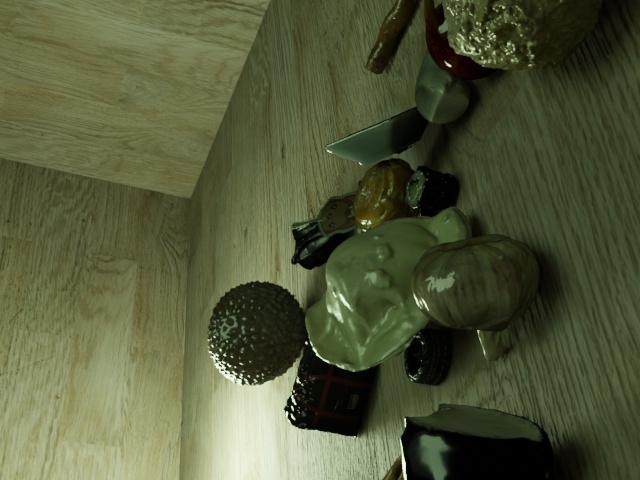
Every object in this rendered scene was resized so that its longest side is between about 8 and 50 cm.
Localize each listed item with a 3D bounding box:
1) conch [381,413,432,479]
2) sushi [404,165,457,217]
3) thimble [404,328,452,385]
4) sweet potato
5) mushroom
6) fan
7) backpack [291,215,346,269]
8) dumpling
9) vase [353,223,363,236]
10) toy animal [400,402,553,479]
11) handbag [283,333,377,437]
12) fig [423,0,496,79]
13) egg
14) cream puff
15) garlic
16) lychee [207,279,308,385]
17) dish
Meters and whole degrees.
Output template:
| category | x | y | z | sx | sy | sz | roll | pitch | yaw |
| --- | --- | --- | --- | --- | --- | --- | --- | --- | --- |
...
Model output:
| category | x | y | z | sx | sy | sz | roll | pitch | yaw |
| --- | --- | --- | --- | --- | --- | --- | --- | --- | --- |
| conch | 0.157 | 0.475 | 1.556 | 0.330 | 0.093 | 0.109 | -59 | 0 | -5 |
| sushi | 0.225 | -0.096 | 1.683 | 0.094 | 0.084 | 0.098 | -68 | 26 | 16 |
| thimble | 0.204 | 0.219 | 1.584 | 0.095 | 0.066 | 0.104 | 132 | 142 | -57 |
| sweet potato | 0.189 | -0.550 | 2.091 | 0.067 | 0.059 | 0.281 | -85 | 17 | -54 |
| mushroom | 0.246 | -0.339 | 1.749 | 0.270 | 0.103 | 0.118 | -91 | 22 | -47 |
| fan | 0.017 | -0.061 | 2.171 | 0.220 | 0.009 | 0.132 | -12 | 51 | 29 |
| backpack | 0.001 | 0.002 | 2.233 | 0.165 | 0.106 | 0.119 | -26 | 48 | 40 |
| dumpling | 0.136 | 0.109 | 1.589 | 0.395 | 0.233 | 0.315 | -35 | 34 | 20 |
| vase | 0.105 | -0.007 | 2.020 | 0.053 | 0.053 | 0.100 | -161 | 79 | -71 |
| toy animal | 0.209 | 0.411 | 1.210 | 0.251 | 0.251 | 0.309 | -165 | 79 | -71 |
| handbag | 0.021 | 0.325 | 1.877 | 0.155 | 0.170 | 0.215 | -145 | 69 | -69 |
| fig | 0.258 | -0.399 | 1.584 | 0.175 | 0.207 | 0.175 | -20 | 67 | 59 |
| egg | 0.318 | -0.398 | 1.339 | 0.310 | 0.279 | 0.279 | -95 | 21 | -77 |
| cream puff | 0.152 | -0.084 | 1.808 | 0.189 | 0.130 | 0.189 | -50 | 24 | 31 |
| garlic | 0.261 | 0.102 | 1.363 | 0.218 | 0.219 | 0.212 | -163 | 56 | -71 |
| lychee | -0.168 | 0.260 | 2.324 | 0.300 | 0.300 | 0.299 | -168 | 90 | -71 |
| dish | 0.145 | -0.222 | 1.799 | 0.182 | 0.243 | 0.080 | -19 | 97 | 33 |
